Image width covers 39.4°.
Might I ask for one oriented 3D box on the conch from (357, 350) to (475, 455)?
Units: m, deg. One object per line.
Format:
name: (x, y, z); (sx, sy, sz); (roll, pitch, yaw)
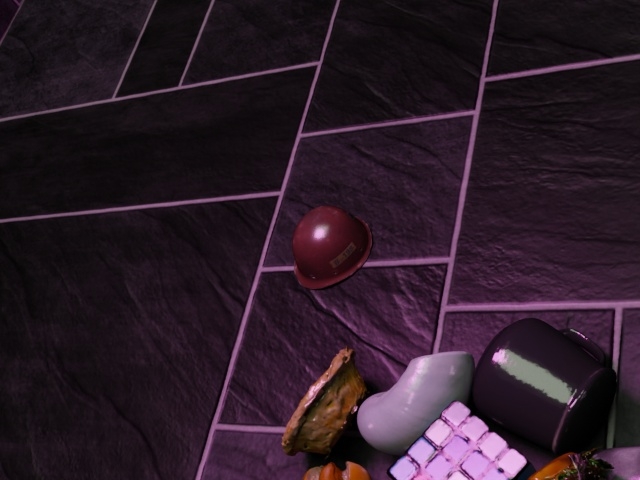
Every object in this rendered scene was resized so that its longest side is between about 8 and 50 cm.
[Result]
conch: (0.157, 0.250, 1.374); (0.121, 0.221, 0.185); (49, 45, 9)

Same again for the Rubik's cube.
Rubik's cube: (0.217, 0.352, 1.279); (0.151, 0.155, 0.154); (-44, 47, -7)

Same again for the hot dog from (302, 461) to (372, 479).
hot dog: (0.011, 0.494, 1.337); (0.135, 0.100, 0.337); (-11, 52, 24)

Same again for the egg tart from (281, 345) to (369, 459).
egg tart: (0.014, 0.271, 1.454); (0.090, 0.212, 0.213); (30, 73, 10)

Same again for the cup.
cup: (0.347, 0.204, 1.320); (0.223, 0.169, 0.176); (-28, 42, -34)

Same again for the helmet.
helmet: (0.000, 0.000, 1.709); (0.175, 0.106, 0.155); (-40, 46, 5)

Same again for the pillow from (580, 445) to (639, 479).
pillow: (0.473, 0.340, 1.165); (0.249, 0.106, 0.186); (-19, 55, 22)

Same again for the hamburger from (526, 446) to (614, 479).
hamburger: (0.307, 0.344, 1.147); (0.189, 0.164, 0.093); (-32, 62, -15)
